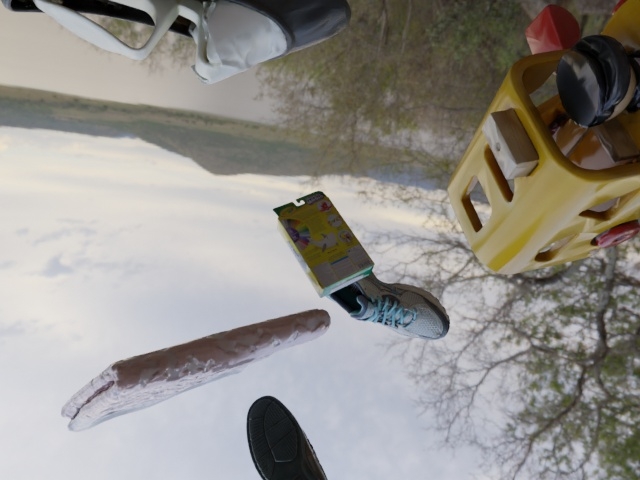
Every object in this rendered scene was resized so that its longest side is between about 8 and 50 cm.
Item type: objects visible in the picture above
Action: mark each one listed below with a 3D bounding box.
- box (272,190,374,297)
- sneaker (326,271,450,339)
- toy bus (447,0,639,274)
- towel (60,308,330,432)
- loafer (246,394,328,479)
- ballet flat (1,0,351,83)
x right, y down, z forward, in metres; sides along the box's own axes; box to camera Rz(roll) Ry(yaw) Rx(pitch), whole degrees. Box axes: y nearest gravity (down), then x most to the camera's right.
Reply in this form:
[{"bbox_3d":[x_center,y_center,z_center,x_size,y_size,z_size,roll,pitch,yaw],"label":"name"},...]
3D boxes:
[{"bbox_3d":[0.000,0.000,0.946,0.105,0.043,0.179,-23,-114,-20],"label":"box"},{"bbox_3d":[0.113,0.132,1.086,0.283,0.110,0.122,24,-158,12],"label":"sneaker"},{"bbox_3d":[0.144,-0.059,0.313,0.105,0.202,0.191,-12,-162,-12],"label":"toy bus"},{"bbox_3d":[-0.192,0.197,0.843,0.332,0.053,0.317,-11,163,-41],"label":"towel"},{"bbox_3d":[-0.040,0.381,0.905,0.267,0.096,0.084,54,177,35],"label":"loafer"},{"bbox_3d":[-0.114,-0.184,0.450,0.281,0.096,0.095,10,170,-13],"label":"ballet flat"}]
